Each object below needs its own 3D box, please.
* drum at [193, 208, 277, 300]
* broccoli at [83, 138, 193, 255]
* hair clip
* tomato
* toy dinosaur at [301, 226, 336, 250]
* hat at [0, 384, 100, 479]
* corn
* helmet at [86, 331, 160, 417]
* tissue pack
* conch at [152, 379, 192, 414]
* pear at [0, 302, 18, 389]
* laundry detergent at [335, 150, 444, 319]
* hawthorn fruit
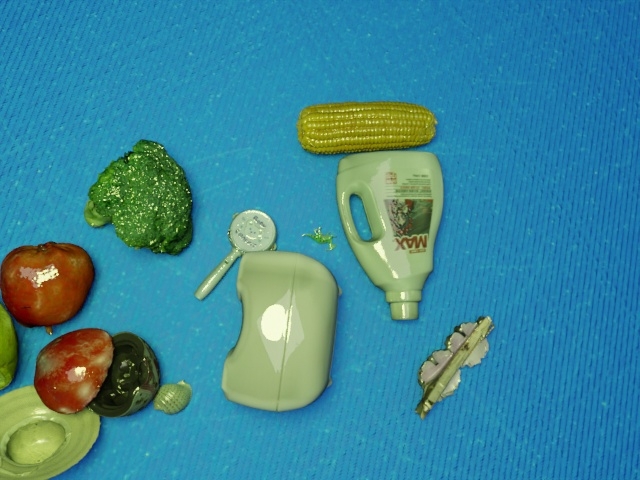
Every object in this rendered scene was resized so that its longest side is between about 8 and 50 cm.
[{"bbox_3d":[-0.219,0.020,1.217,0.253,0.049,0.130,-35,85,-11],"label":"drum"},{"bbox_3d":[-0.409,-0.076,1.153,0.269,0.269,0.254,32,35,1],"label":"broccoli"},{"bbox_3d":[0.312,0.290,1.209,0.106,0.084,0.292,41,73,8],"label":"hair clip"},{"bbox_3d":[-0.530,0.260,1.072,0.173,0.099,0.189,-7,57,31],"label":"tomato"},{"bbox_3d":[0.000,0.000,1.260,0.083,0.021,0.062,-21,94,-11],"label":"toy dinosaur"},{"bbox_3d":[-0.590,0.426,1.061,0.251,0.252,0.110,12,118,-3],"label":"hat"},{"bbox_3d":[0.116,-0.284,1.274,0.344,0.131,0.131,-6,80,-9],"label":"corn"},{"bbox_3d":[-0.412,0.299,1.112,0.153,0.107,0.177,-18,56,20],"label":"helmet"},{"bbox_3d":[-0.074,0.194,1.105,0.235,0.229,0.333,7,79,-2],"label":"tissue pack"},{"bbox_3d":[-0.329,0.353,1.140,0.085,0.056,0.076,-35,97,-11],"label":"conch"},{"bbox_3d":[-0.732,0.201,1.078,0.288,0.139,0.239,-34,65,29],"label":"pear"},{"bbox_3d":[0.172,-0.010,1.230,0.263,0.125,0.398,-1,81,-7],"label":"laundry detergent"},{"bbox_3d":[-0.589,0.105,1.103,0.185,0.185,0.202,2,93,-5],"label":"hawthorn fruit"}]
